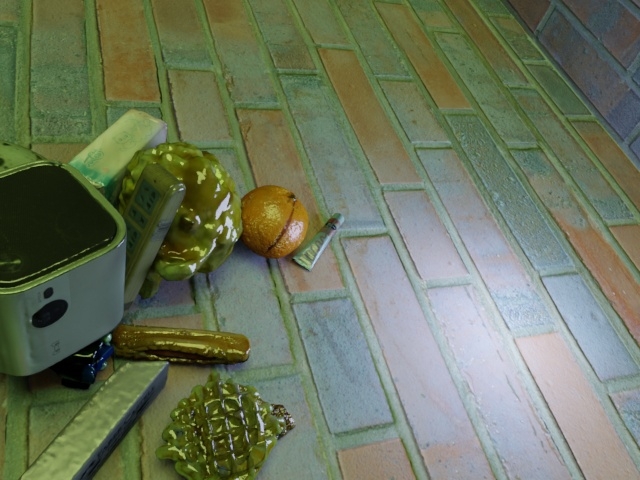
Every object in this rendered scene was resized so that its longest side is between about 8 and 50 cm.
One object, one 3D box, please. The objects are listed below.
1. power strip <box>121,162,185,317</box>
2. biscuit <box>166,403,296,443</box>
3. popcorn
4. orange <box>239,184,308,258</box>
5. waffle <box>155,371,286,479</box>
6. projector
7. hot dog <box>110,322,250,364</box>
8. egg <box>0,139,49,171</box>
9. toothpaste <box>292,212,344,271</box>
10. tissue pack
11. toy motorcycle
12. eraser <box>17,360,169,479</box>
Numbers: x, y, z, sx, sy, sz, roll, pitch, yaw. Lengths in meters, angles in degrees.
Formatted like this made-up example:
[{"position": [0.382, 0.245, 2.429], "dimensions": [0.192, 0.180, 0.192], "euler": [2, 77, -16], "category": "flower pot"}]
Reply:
[{"position": [-0.383, 0.026, 1.164], "dimensions": [0.092, 0.387, 0.066], "euler": [39, 24, 20], "category": "power strip"}, {"position": [-0.173, 0.380, 1.161], "dimensions": [0.237, 0.026, 0.131], "euler": [-26, 65, -34], "category": "biscuit"}, {"position": [-0.315, -0.053, 1.312], "dimensions": [0.274, 0.335, 0.279], "euler": [7, 18, 44], "category": "popcorn"}, {"position": [-0.118, -0.051, 1.441], "dimensions": [0.193, 0.161, 0.193], "euler": [29, 31, -20], "category": "orange"}, {"position": [-0.188, 0.364, 1.114], "dimensions": [0.204, 0.054, 0.223], "euler": [30, 49, 8], "category": "waffle"}, {"position": [-0.494, 0.045, 1.009], "dimensions": [0.248, 0.249, 0.249], "euler": [42, 48, 20], "category": "projector"}, {"position": [-0.293, 0.224, 1.226], "dimensions": [0.289, 0.068, 0.083], "euler": [6, 26, -9], "category": "hot dog"}, {"position": [-0.704, -0.067, 1.176], "dimensions": [0.380, 0.287, 0.287], "euler": [2, 51, -14], "category": "egg"}, {"position": [0.000, 0.000, 1.538], "dimensions": [0.056, 0.036, 0.205], "euler": [33, 52, 7], "category": "toothpaste"}, {"position": [-0.489, -0.166, 1.395], "dimensions": [0.124, 0.201, 0.271], "euler": [30, 48, -1], "category": "tissue pack"}, {"position": [-0.568, 0.184, 1.104], "dimensions": [0.331, 0.125, 0.196], "euler": [19, 44, -9], "category": "toy motorcycle"}, {"position": [-0.408, 0.353, 1.044], "dimensions": [0.077, 0.111, 0.352], "euler": [31, 48, 5], "category": "eraser"}]
